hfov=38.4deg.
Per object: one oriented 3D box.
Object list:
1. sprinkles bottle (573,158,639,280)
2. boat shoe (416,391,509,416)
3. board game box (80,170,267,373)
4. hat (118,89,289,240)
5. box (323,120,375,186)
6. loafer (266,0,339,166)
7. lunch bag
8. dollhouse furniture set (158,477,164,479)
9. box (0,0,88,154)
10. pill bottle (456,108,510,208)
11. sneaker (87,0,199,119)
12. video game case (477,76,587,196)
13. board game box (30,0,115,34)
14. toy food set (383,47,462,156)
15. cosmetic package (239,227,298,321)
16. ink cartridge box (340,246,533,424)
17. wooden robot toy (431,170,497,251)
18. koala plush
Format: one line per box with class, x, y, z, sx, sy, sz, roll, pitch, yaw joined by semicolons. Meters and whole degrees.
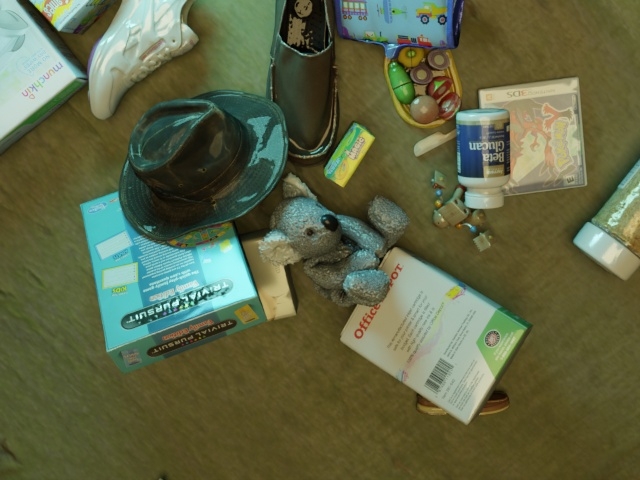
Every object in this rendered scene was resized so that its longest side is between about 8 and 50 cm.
sprinkles bottle;0.609;-0.099;1.649;0.121;0.121;0.355;36;98;-5
boat shoe;0.271;0.297;1.748;0.178;0.064;0.060;0;102;3
board game box;-0.258;0.034;1.577;0.253;0.336;0.079;-20;141;-2
hat;-0.226;-0.166;1.563;0.331;0.331;0.134;-28;142;5
box;0.049;-0.153;1.614;0.043;0.179;0.105;32;99;-5
loafer;-0.037;-0.309;1.613;0.133;0.130;0.366;-3;100;1
lunch bag;0.133;-0.454;1.556;0.221;0.138;0.293;11;109;25
dollhouse furniture set;-0.332;0.589;1.819;0.303;0.174;0.356;32;69;8
box;-0.583;-0.295;1.625;0.262;0.127;0.231;-37;96;5
pill bottle;0.290;-0.145;1.635;0.094;0.094;0.169;-4;103;1
sneaker;-0.307;-0.340;1.617;0.152;0.114;0.305;27;99;-3
video game case;0.388;-0.188;1.685;0.183;0.023;0.201;-7;100;2
board game box;-0.479;-0.504;1.576;0.142;0.144;0.275;-43;96;8
toy food set;0.193;-0.269;1.648;0.128;0.071;0.218;-20;99;4
cosmetic package;-0.208;0.088;1.693;0.309;0.113;0.160;-14;99;4
ink cartridge box;0.207;0.165;1.657;0.278;0.117;0.201;32;99;17
wooden robot toy;0.246;-0.047;1.702;0.173;0.076;0.079;46;132;-7
koala plush;0.000;0.000;1.611;0.221;0.203;0.196;29;65;-25
